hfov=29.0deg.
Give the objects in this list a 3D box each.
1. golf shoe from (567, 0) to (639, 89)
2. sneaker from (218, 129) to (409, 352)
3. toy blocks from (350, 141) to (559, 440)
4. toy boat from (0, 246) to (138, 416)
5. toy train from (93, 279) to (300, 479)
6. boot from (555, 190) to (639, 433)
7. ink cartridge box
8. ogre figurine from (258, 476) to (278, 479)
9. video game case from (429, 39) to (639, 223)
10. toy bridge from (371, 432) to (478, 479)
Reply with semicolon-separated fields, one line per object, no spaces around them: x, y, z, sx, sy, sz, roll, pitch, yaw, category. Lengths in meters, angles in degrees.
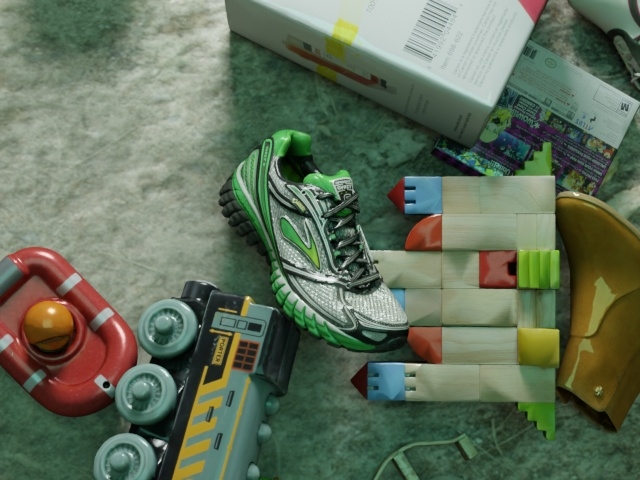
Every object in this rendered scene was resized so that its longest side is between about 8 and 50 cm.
0.459;-0.281;1.738;0.272;0.105;0.120;26;85;-3;golf shoe
0.000;0.000;1.532;0.134;0.146;0.343;-3;48;-48;sneaker
0.171;0.062;1.615;0.260;0.191;0.382;0;89;5;toy blocks
-0.332;0.112;1.532;0.231;0.151;0.151;45;78;1;toy boat
-0.147;0.211;1.513;0.190;0.142;0.334;9;68;16;toy train
0.357;0.101;1.611;0.295;0.104;0.211;48;65;-28;boot
0.100;-0.341;1.645;0.384;0.160;0.279;27;77;5;ink cartridge box
-0.072;0.359;1.558;0.197;0.097;0.118;29;89;9;ogre figurine
0.300;-0.157;1.723;0.232;0.042;0.210;28;78;-2;video game case
0.113;0.305;1.627;0.188;0.026;0.063;-30;83;-12;toy bridge
